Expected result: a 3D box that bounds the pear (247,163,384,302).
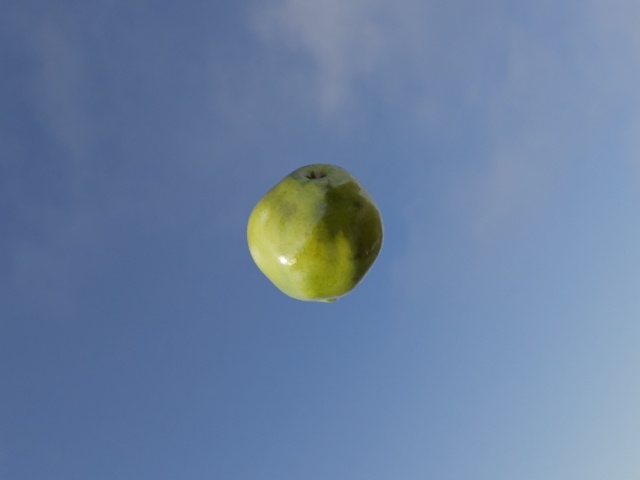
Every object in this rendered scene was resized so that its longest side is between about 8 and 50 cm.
[{"bbox_3d":[0.000,0.000,0.650,0.092,0.092,0.096,-36,-50,-33],"label":"pear"}]
